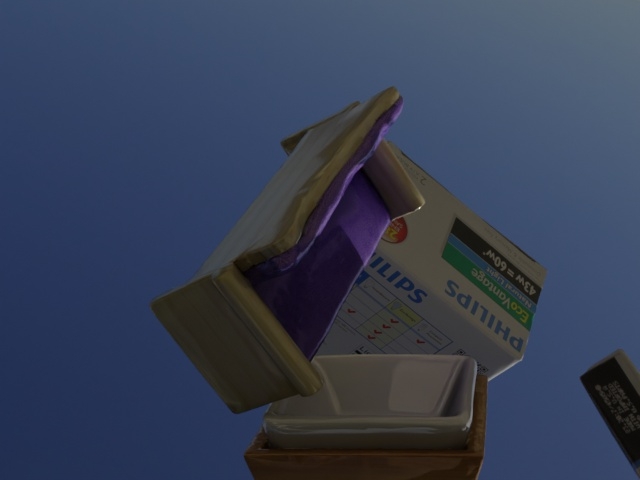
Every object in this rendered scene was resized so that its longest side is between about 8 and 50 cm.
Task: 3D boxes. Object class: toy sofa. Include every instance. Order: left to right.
[{"bbox_3d":[0.000,0.000,1.215,0.150,0.177,0.362,55,-144,-17],"label":"toy sofa"}]

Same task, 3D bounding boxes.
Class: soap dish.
[{"bbox_3d":[0.061,0.205,1.236,0.229,0.118,0.291,-1,-172,9],"label":"soap dish"}]

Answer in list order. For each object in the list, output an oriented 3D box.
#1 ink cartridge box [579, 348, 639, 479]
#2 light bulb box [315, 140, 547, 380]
[{"bbox_3d":[0.402,0.291,1.276,0.303,0.072,0.307,60,-175,28],"label":"ink cartridge box"},{"bbox_3d":[0.109,0.095,1.919,0.358,0.361,0.225,39,-137,-11],"label":"light bulb box"}]
